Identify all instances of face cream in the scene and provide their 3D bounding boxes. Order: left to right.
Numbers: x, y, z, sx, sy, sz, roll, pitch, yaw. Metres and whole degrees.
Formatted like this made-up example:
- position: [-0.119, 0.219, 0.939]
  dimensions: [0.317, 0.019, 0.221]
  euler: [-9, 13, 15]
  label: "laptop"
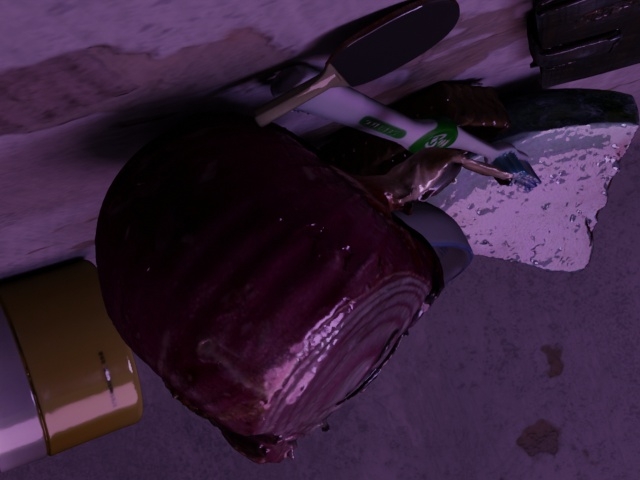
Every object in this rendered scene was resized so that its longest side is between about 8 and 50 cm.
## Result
- position: [-0.337, 0.150, 1.365]
  dimensions: [0.179, 0.218, 0.218]
  euler: [-18, 176, -20]
  label: "face cream"

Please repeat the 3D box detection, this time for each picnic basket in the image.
- position: [0.089, -0.102, 1.101]
  dimensions: [0.110, 0.055, 0.193]
  euler: [-4, 167, -45]
  label: "picnic basket"

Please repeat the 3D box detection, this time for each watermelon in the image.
- position: [0.215, -0.051, 1.262]
  dimensions: [0.319, 0.214, 0.289]
  euler: [-34, -174, 5]
  label: "watermelon"

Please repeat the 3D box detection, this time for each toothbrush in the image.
- position: [0.086, -0.092, 0.941]
  dimensions: [0.042, 0.040, 0.418]
  euler: [-39, 153, 24]
  label: "toothbrush"

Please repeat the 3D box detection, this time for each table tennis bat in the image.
- position: [0.024, -0.119, 0.751]
  dimensions: [0.156, 0.013, 0.087]
  euler: [-28, 169, 8]
  label: "table tennis bat"

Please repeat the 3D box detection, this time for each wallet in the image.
- position: [0.245, -0.180, 0.873]
  dimensions: [0.169, 0.044, 0.317]
  euler: [-18, 175, 10]
  label: "wallet"

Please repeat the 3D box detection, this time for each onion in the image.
- position: [-0.051, 0.013, 0.819]
  dimensions: [0.256, 0.273, 0.230]
  euler: [13, 167, 36]
  label: "onion"

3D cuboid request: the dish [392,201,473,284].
- position: [0.000, 0.000, 1.088]
  dimensions: [0.273, 0.134, 0.273]
  euler: [-16, 165, -4]
  label: "dish"
